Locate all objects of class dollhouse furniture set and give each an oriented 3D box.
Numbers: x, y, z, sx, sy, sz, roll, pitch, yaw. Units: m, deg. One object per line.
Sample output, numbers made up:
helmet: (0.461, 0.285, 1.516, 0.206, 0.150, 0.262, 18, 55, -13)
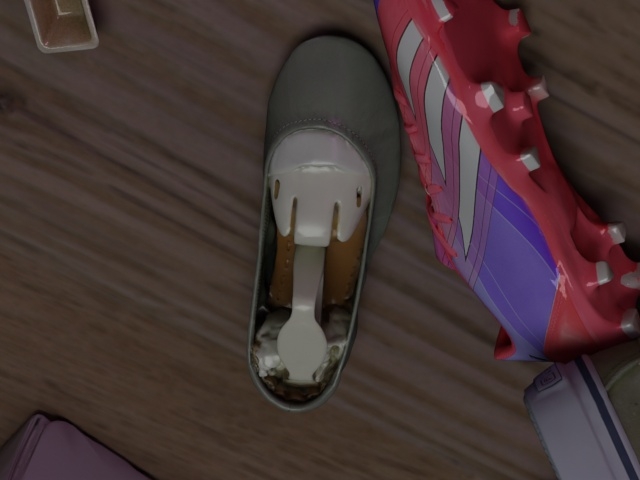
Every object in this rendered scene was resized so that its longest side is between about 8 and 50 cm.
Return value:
dollhouse furniture set: (-0.118, -0.132, 0.702, 0.091, 0.081, 0.114, -4, 122, 11)

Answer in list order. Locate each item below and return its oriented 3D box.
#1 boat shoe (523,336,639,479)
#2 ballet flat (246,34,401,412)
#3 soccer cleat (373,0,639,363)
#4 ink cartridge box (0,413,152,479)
boat shoe: (0.199, 0.183, 0.704, 0.094, 0.109, 0.302, -28, 80, 10)
ballet flat: (0.000, 0.000, 0.780, 0.072, 0.068, 0.213, 9, 124, 3)
soccer cleat: (0.077, -0.035, 0.743, 0.095, 0.083, 0.248, -17, 119, 33)
ink cartridge box: (-0.184, 0.271, 0.957, 0.201, 0.117, 0.278, 37, 120, -15)
